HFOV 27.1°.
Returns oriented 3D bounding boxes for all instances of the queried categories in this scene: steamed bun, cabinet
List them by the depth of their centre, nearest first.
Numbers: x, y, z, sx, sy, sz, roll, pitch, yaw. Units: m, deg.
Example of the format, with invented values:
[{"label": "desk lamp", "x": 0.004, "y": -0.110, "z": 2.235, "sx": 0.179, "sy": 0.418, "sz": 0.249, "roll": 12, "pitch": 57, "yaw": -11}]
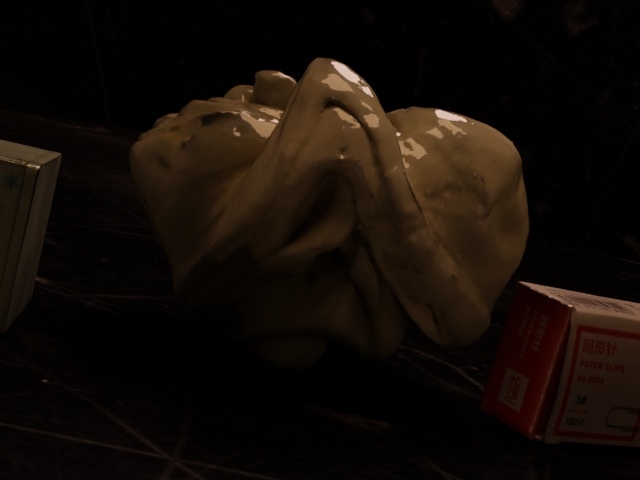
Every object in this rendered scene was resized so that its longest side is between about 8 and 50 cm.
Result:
[{"label": "cabinet", "x": -0.349, "y": -0.024, "z": 1.147, "sx": 0.206, "sy": 0.145, "sz": 0.150, "roll": 13, "pitch": 8, "yaw": -5}, {"label": "steamed bun", "x": 0.000, "y": 0.000, "z": 1.220, "sx": 0.352, "sy": 0.247, "sz": 0.339, "roll": 33, "pitch": -27, "yaw": -26}]

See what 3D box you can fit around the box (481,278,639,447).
[{"label": "box", "x": 0.257, "y": 0.122, "z": 1.247, "sx": 0.182, "sy": 0.133, "sz": 0.099, "roll": 12, "pitch": 7, "yaw": -32}]
